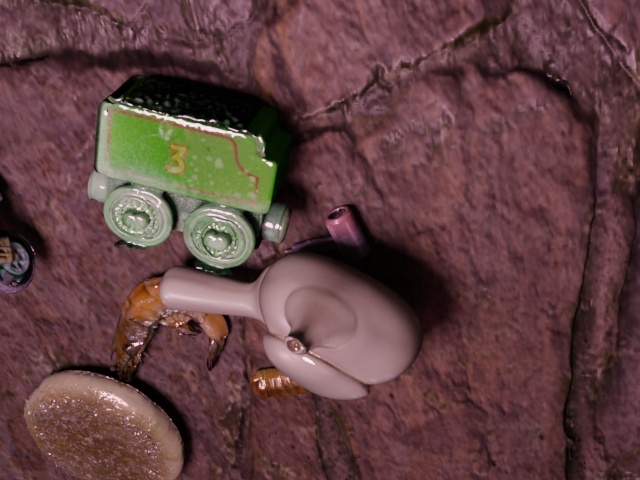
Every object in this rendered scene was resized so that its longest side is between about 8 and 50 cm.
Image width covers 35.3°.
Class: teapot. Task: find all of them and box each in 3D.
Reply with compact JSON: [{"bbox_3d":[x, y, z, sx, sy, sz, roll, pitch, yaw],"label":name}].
[{"bbox_3d":[-0.027,0.093,1.232,0.318,0.149,0.220,17,165,49],"label":"teapot"}]

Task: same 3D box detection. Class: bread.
[{"bbox_3d":[-0.054,0.198,1.390,0.087,0.034,0.049,-6,129,17],"label":"bread"},{"bbox_3d":[-0.326,0.297,1.507,0.266,0.040,0.267,11,132,12],"label":"bread"}]

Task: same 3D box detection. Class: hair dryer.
[{"bbox_3d":[0.000,0.000,1.237,0.114,0.037,0.063,-13,119,31],"label":"hair dryer"}]

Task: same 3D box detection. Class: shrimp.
[{"bbox_3d":[-0.209,0.135,1.378,0.150,0.051,0.217,23,128,-12],"label":"shrimp"}]

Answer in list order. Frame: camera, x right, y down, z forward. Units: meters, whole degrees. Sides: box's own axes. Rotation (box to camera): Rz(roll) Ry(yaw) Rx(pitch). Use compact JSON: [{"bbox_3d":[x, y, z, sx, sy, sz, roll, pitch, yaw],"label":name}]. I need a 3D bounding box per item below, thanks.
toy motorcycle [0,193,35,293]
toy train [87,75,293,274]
[{"bbox_3d":[-0.474,-0.042,1.217,0.109,0.198,0.297,-20,103,31],"label":"toy motorcycle"},{"bbox_3d":[-0.146,-0.079,1.160,0.243,0.132,0.188,15,119,4],"label":"toy train"}]
